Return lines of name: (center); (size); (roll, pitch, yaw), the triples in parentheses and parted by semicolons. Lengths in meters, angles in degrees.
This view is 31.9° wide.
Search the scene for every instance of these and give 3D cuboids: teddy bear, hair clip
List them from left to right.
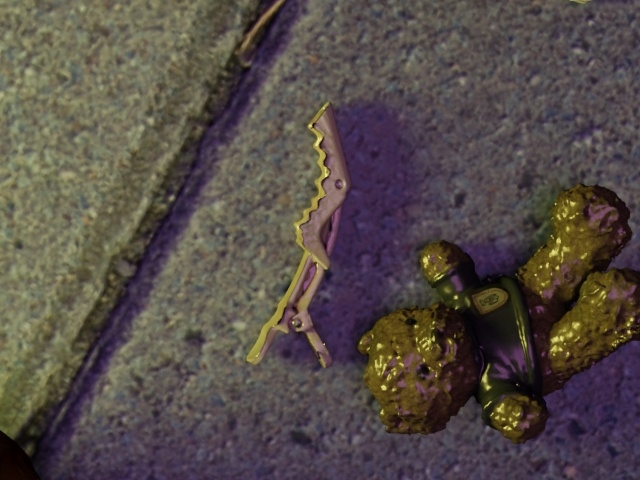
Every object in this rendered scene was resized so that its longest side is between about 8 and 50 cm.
hair clip: (0.000, 0.000, 0.926); (0.072, 0.034, 0.225); (14, 91, -12)
teddy bear: (0.157, 0.078, 0.913); (0.251, 0.182, 0.129); (-25, 138, 9)

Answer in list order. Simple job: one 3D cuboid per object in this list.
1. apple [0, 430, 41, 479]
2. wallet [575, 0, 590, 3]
apple: (-0.355, 0.297, 0.773); (0.374, 0.374, 0.383); (5, 64, -8)
wallet: (0.265, -0.286, 0.938); (0.190, 0.033, 0.095); (-37, 100, -3)
